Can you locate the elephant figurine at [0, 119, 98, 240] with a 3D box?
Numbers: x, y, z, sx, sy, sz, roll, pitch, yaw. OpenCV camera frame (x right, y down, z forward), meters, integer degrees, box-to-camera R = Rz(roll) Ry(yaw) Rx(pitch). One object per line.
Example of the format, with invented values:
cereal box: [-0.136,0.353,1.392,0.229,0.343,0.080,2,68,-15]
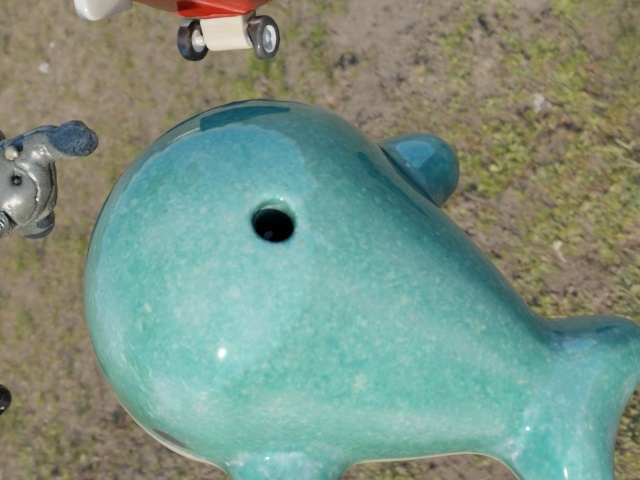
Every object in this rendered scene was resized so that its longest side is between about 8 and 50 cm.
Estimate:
elephant figurine: [-0.363,-0.056,1.126,0.239,0.186,0.169,26,60,22]

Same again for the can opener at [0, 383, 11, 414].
can opener: [-0.369,0.194,0.954,0.186,0.059,0.073,-45,48,-2]

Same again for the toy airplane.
toy airplane: [-0.191,-0.380,1.245,0.384,0.386,0.272,-168,82,-74]

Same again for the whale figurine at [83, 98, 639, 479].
whale figurine: [0.024,0.034,0.467,0.272,0.141,0.216,22,69,5]
